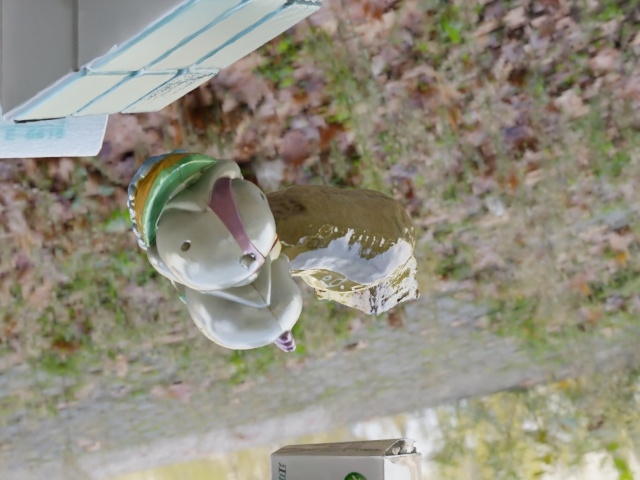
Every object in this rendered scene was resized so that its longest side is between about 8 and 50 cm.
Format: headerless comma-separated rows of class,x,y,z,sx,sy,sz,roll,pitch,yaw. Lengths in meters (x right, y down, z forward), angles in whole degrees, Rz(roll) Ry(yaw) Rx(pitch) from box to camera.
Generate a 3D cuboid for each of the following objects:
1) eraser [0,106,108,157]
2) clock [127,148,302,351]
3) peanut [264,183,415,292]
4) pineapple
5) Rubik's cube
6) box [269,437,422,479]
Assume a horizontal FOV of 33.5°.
eraser,-0.397,-0.185,1.248,0.290,0.104,0.189,-5,123,-29
clock,-0.082,0.009,0.861,0.103,0.144,0.231,-42,145,-13
peanut,0.000,0.000,1.120,0.237,0.110,0.120,-2,162,-39
pineapple,0.059,0.059,1.365,0.137,0.069,0.116,-10,-163,4
Rubik's cube,-0.166,-0.250,0.906,0.231,0.221,0.225,-27,178,25
box,0.038,0.435,1.436,0.173,0.332,0.145,-4,170,24
